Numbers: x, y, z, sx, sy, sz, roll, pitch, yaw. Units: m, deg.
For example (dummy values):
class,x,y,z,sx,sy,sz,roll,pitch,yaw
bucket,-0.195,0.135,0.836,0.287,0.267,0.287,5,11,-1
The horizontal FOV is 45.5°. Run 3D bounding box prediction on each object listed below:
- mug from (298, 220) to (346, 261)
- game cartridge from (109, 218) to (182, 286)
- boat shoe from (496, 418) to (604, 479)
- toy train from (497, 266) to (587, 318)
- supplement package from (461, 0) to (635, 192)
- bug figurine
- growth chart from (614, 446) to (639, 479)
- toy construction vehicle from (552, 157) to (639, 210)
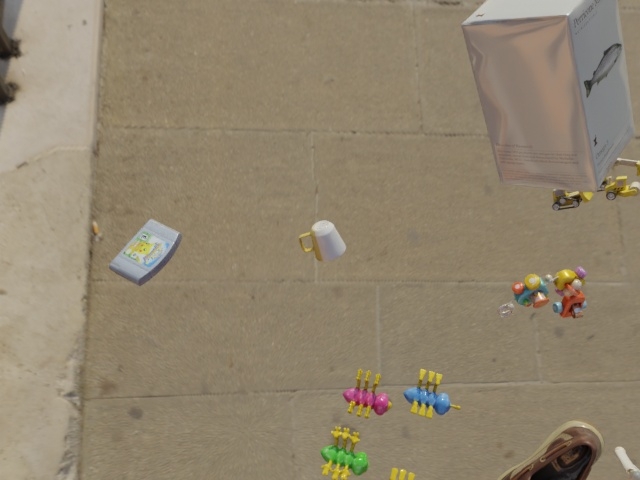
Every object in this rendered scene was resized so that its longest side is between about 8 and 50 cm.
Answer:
class,x,y,z,sx,sy,sz,roll,pitch,yaw
mug,0.003,0.001,1.452,0.078,0.062,0.064,-27,122,-8
game cartridge,-0.208,0.014,0.922,0.056,0.017,0.083,26,61,20
boat shoe,0.413,0.492,1.462,0.123,0.123,0.342,42,106,10
toy train,0.384,0.103,1.264,0.166,0.125,0.046,-4,45,-18
supplement package,0.220,-0.150,0.724,0.105,0.105,0.179,-46,129,-32
bug figurine,0.123,0.360,1.383,0.216,0.072,0.279,19,64,8
growth chart,0.499,0.380,1.054,0.237,0.172,0.021,43,97,2
toy construction vehicle,0.331,-0.070,0.911,0.098,0.086,0.035,-8,105,32
